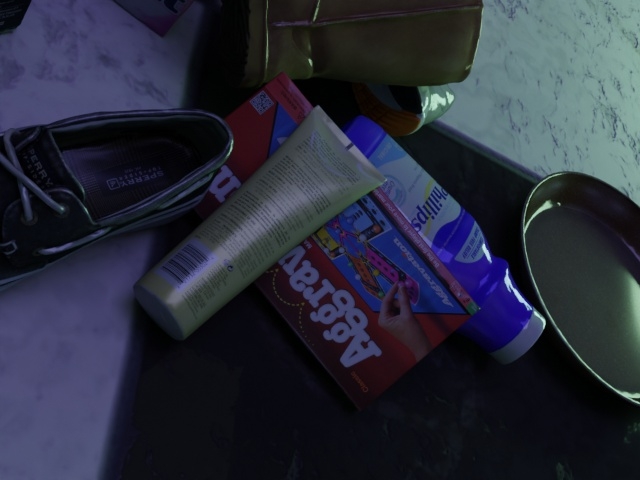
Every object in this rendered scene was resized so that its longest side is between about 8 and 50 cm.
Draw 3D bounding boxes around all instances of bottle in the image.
[{"bbox_3d":[0.104,0.006,0.980,0.283,0.092,0.118,44,43,-6],"label":"bottle"}]

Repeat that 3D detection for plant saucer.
[{"bbox_3d":[0.340,0.063,1.161,0.310,0.050,0.311,20,50,-27],"label":"plant saucer"}]

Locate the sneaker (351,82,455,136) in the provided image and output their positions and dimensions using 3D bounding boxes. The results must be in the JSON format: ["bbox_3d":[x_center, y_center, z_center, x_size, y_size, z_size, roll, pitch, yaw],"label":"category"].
[{"bbox_3d":[0.064,-0.242,1.128,0.121,0.099,0.263,-19,82,-52],"label":"sneaker"}]

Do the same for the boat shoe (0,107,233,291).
[{"bbox_3d":[-0.214,-0.042,0.733,0.335,0.119,0.121,-25,81,-38],"label":"boat shoe"}]

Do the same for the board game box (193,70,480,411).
[{"bbox_3d":[0.000,0.000,0.890,0.145,0.027,0.281,-40,89,-5],"label":"board game box"}]

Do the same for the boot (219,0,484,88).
[{"bbox_3d":[0.037,-0.260,0.946,0.269,0.236,0.089,-9,34,-28],"label":"boot"}]

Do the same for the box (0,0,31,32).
[{"bbox_3d":[-0.291,-0.279,0.778,0.108,0.207,0.153,-28,81,-44],"label":"box"}]

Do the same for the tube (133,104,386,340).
[{"bbox_3d":[-0.050,-0.013,0.836,0.240,0.062,0.070,-44,131,-23],"label":"tube"}]

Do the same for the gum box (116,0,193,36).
[{"bbox_3d":[-0.185,-0.295,0.945,0.188,0.107,0.062,36,45,-14],"label":"gum box"}]
